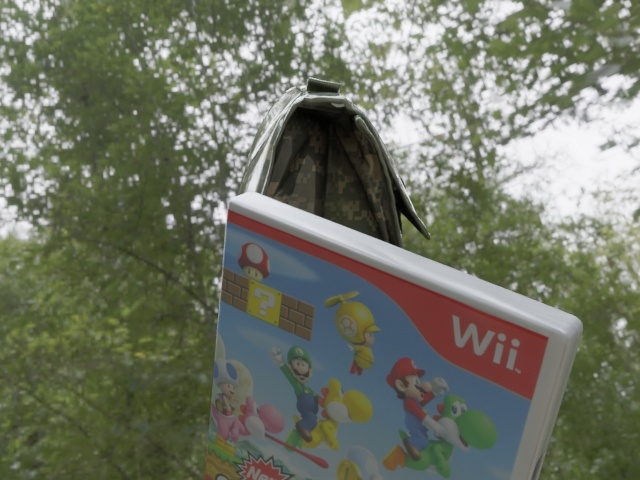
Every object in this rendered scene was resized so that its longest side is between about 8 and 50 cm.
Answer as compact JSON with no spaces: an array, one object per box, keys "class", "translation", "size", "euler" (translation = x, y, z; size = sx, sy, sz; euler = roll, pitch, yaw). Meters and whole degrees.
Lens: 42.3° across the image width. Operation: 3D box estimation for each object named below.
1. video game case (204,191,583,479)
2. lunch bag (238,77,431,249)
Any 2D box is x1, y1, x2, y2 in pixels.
[{"class":"video game case","translation":[0.018,0.134,0.485],"size":[0.025,0.204,0.285],"euler":[-27,-48,-51]},{"class":"lunch bag","translation":[0.000,0.000,0.739],"size":[0.169,0.287,0.235],"euler":[3,12,-4]}]
